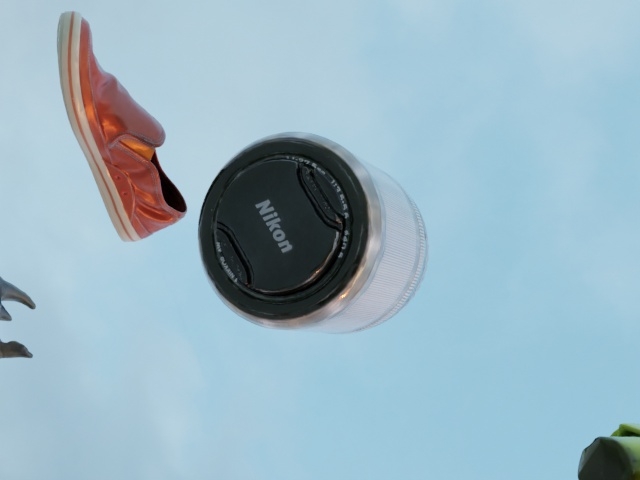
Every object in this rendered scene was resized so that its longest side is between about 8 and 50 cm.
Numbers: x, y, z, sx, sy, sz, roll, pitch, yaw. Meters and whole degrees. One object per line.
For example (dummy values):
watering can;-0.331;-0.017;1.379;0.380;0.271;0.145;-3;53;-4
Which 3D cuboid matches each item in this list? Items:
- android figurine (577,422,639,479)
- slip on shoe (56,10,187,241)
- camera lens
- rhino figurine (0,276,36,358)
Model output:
android figurine;0.298;0.157;0.603;0.248;0.273;0.056;9;-90;60
slip on shoe;-0.246;-0.139;1.229;0.101;0.331;0.123;-15;-139;-1
camera lens;0.000;0.000;1.181;0.220;0.274;0.219;-3;-98;21
rhino figurine;-0.253;0.058;0.568;0.073;0.243;0.106;-29;-98;27
